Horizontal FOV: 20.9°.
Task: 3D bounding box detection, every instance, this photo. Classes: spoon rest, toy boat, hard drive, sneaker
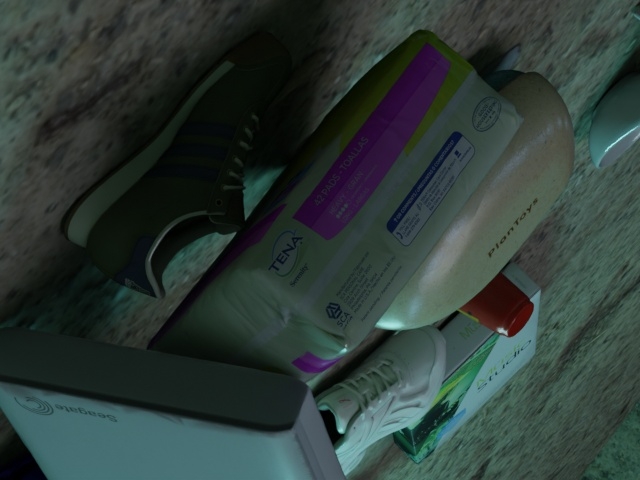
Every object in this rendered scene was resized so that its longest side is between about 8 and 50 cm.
[{"bbox_3d":[0.354,-0.161,1.862,0.137,0.084,0.276,-40,161,-18],"label":"spoon rest"},{"bbox_3d":[0.117,-0.014,1.590,0.267,0.148,0.318,-47,156,-13],"label":"toy boat"},{"bbox_3d":[-0.082,0.194,1.262,0.353,0.233,0.047,71,33,-50],"label":"hard drive"},{"bbox_3d":[0.049,0.181,1.928,0.232,0.090,0.115,-47,159,1],"label":"sneaker"},{"bbox_3d":[-0.072,-0.042,1.140,0.192,0.086,0.064,-45,162,-4],"label":"sneaker"}]

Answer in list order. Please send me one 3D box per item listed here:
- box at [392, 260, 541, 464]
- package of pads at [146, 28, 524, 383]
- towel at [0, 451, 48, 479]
[{"bbox_3d":[0.186,0.167,2.256,0.232,0.058,0.322,-43,162,-8],"label":"box"},{"bbox_3d":[0.000,0.000,1.203,0.229,0.101,0.296,-53,-174,-26],"label":"package of pads"},{"bbox_3d":[-0.178,0.203,1.488,0.308,0.076,0.227,-26,158,-43],"label":"towel"}]
